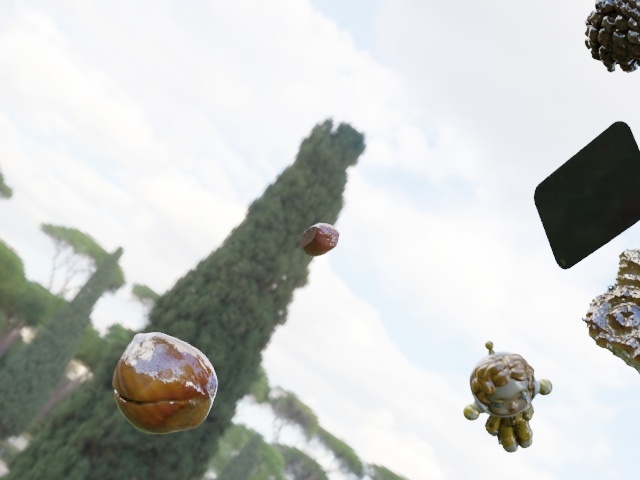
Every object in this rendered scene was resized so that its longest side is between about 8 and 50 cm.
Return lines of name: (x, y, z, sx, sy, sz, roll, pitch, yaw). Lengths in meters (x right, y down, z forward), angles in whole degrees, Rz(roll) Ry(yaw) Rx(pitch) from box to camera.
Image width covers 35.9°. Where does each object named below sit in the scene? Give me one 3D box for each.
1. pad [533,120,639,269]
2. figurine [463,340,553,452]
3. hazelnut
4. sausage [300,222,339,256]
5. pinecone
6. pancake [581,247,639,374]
pad: (0.671, -0.134, 2.416, 0.375, 0.063, 0.314, -44, -125, 52)
figurine: (0.224, 0.187, 1.161, 0.143, 0.101, 0.068, 43, 15, -29)
hazelnut: (-0.261, 0.241, 1.682, 0.182, 0.182, 0.182, 32, -19, 12)
sausage: (0.000, 0.000, 1.898, 0.054, 0.059, 0.094, 16, -22, -22)
pinecone: (0.615, -0.419, 1.934, 0.184, 0.179, 0.204, -6, -10, -1)
pancake: (0.469, 0.083, 1.283, 0.056, 0.212, 0.257, 41, -1, -42)
